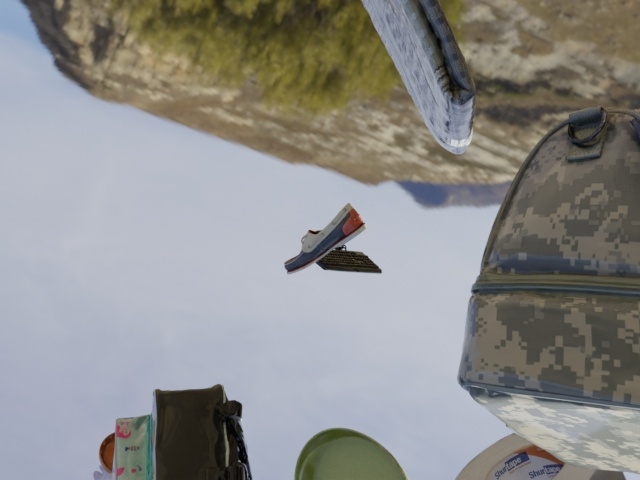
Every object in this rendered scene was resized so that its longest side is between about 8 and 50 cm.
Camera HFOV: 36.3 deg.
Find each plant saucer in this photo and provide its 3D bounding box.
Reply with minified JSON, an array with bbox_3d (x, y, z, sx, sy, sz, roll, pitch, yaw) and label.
[{"bbox_3d":[-0.278,0.311,1.406,0.083,0.013,0.083,14,-142,-11],"label":"plant saucer"},{"bbox_3d":[0.061,0.403,1.514,0.241,0.241,0.037,31,-154,32],"label":"plant saucer"}]

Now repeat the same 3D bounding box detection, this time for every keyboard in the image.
[{"bbox_3d":[0.040,0.023,1.842,0.100,0.038,0.192,37,-163,31],"label":"keyboard"}]

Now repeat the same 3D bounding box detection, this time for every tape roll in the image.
[{"bbox_3d":[0.277,0.321,1.249,0.072,0.219,0.219,61,-177,-11],"label":"tape roll"}]

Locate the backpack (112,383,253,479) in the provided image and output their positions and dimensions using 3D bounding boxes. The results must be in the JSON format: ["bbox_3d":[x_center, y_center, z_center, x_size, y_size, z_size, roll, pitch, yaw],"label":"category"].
[{"bbox_3d":[-0.168,0.338,1.270,0.191,0.253,0.225,-11,-132,2],"label":"backpack"}]

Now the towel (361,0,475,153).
[{"bbox_3d":[0.069,-0.248,0.983,0.312,0.056,0.324,16,-131,-82],"label":"towel"}]

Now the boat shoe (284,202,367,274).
[{"bbox_3d":[0.000,0.000,1.336,0.043,0.137,0.049,53,-157,-7],"label":"boat shoe"}]

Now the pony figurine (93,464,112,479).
[{"bbox_3d":[-0.272,0.582,1.744,0.363,0.351,0.303,12,160,-33],"label":"pony figurine"}]

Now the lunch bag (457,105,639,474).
[{"bbox_3d":[0.274,0.055,0.855,0.213,0.256,0.305,-2,156,37],"label":"lunch bag"}]
